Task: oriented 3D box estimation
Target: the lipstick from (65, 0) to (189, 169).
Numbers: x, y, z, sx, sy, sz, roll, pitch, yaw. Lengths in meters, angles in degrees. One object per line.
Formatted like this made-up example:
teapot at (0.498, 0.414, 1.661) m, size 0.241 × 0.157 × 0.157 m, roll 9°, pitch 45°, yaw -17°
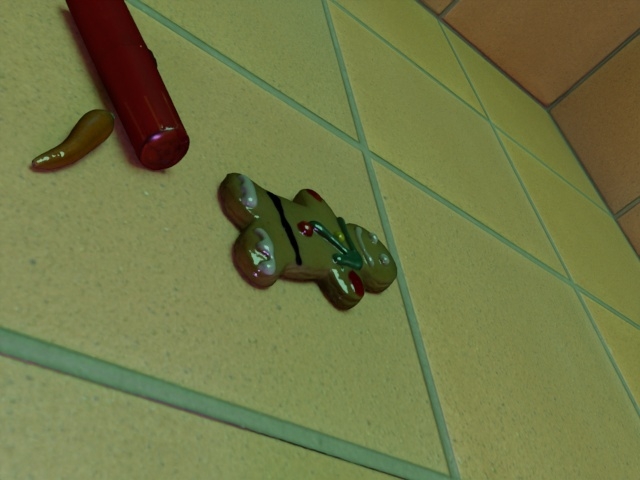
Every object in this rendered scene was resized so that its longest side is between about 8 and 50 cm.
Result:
lipstick at (-0.234, -0.208, 0.854) m, size 0.073 × 0.073 × 0.279 m, roll 6°, pitch 49°, yaw -51°

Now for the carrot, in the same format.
carrot at (-0.252, -0.105, 0.739) m, size 0.035 × 0.035 × 0.142 m, roll 41°, pitch 33°, yaw -11°

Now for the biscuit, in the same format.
biscuit at (0.000, 0.000, 0.935) m, size 0.302 × 0.049 × 0.196 m, roll 18°, pitch 42°, yaw -43°
